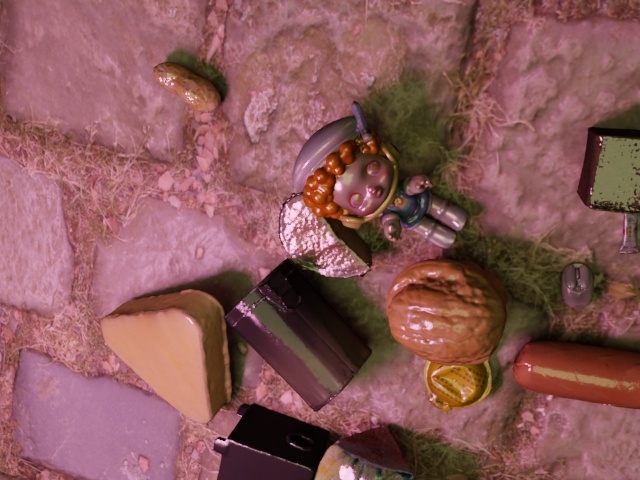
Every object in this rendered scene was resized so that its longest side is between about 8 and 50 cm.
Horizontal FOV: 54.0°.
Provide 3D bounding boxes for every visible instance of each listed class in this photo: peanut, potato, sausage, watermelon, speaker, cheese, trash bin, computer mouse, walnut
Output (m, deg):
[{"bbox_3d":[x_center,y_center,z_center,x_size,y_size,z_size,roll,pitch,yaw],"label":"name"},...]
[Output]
[{"bbox_3d":[-0.308,-0.354,1.440,0.174,0.080,0.080,32,110,5],"label":"peanut"},{"bbox_3d":[0.000,0.000,1.435,0.138,0.098,0.243,-40,94,23],"label":"potato"},{"bbox_3d":[0.567,0.282,1.331,0.304,0.121,0.121,6,106,14],"label":"sausage"},{"bbox_3d":[0.131,0.580,1.485,0.261,0.201,0.213,16,113,27],"label":"watermelon"},{"bbox_3d":[-0.136,0.574,1.580,0.254,0.184,0.232,17,109,10],"label":"speaker"},{"bbox_3d":[-0.351,0.300,1.575,0.384,0.104,0.384,17,128,23],"label":"cheese"},{"bbox_3d":[-0.048,0.217,1.447,0.301,0.203,0.252,47,151,-1],"label":"trash bin"},{"bbox_3d":[0.545,0.097,1.332,0.066,0.039,0.096,-1,103,16],"label":"computer mouse"},{"bbox_3d":[0.332,0.278,1.430,0.156,0.064,0.250,30,101,7],"label":"cheese"},{"bbox_3d":[0.263,0.152,1.332,0.257,0.224,0.257,8,113,19],"label":"walnut"}]

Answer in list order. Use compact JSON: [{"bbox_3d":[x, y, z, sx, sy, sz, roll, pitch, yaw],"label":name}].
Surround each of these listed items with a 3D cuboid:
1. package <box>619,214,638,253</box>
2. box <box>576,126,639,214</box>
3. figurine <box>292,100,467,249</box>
[{"bbox_3d":[0.634,-0.025,1.288,0.037,0.015,0.110,-3,105,11],"label":"package"},{"bbox_3d":[0.637,-0.127,1.170,0.273,0.184,0.143,7,107,15],"label":"box"},{"bbox_3d":[0.118,-0.097,1.344,0.382,0.205,0.224,41,102,-16],"label":"figurine"}]
